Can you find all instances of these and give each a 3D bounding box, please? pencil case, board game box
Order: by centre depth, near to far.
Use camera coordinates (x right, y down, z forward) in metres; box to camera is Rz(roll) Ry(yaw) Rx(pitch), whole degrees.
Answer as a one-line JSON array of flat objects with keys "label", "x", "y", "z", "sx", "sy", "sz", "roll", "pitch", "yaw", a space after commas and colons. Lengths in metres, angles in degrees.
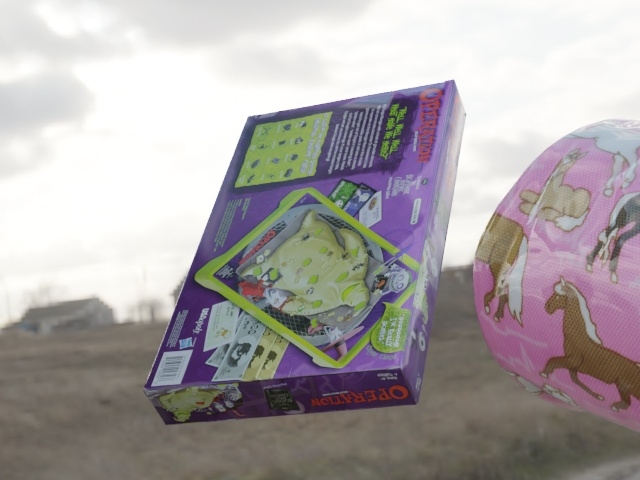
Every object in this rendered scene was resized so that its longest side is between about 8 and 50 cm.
[{"label": "pencil case", "x": 0.231, "y": 0.047, "z": 0.506, "sx": 0.167, "sy": 0.160, "sz": 0.386, "roll": -30, "pitch": 23, "yaw": -20}, {"label": "board game box", "x": 0.000, "y": 0.000, "z": 1.052, "sx": 0.208, "sy": 0.056, "sz": 0.346, "roll": -11, "pitch": 38, "yaw": 24}]
